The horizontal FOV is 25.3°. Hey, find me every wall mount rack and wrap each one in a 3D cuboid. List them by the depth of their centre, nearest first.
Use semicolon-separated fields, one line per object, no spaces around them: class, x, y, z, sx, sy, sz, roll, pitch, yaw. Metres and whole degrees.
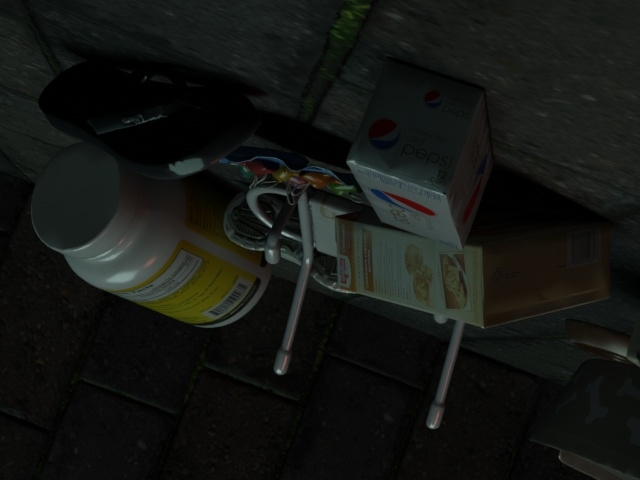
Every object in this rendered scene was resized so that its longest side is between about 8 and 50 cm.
wall mount rack;0.058;0.072;1.642;0.350;0.130;0.304;19;153;14

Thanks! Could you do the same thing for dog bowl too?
dog bowl;0.379;0.220;1.380;0.349;0.102;0.349;23;173;3

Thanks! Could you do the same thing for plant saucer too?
plant saucer;0.408;0.149;1.939;0.168;0.029;0.168;21;174;2

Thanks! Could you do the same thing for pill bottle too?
pill bottle;-0.218;-0.010;1.864;0.188;0.188;0.334;17;173;32

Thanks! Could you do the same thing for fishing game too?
fishing game;-0.022;-0.054;1.306;0.264;0.041;0.189;11;180;-32

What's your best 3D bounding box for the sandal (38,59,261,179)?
sandal;-0.160;-0.112;1.215;0.254;0.097;0.054;15;145;40

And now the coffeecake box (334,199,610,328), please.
coffeecake box;0.123;0.013;1.183;0.142;0.068;0.185;-10;-166;-35

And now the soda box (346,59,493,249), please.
soda box;0.074;-0.053;0.983;0.069;0.074;0.216;20;174;11

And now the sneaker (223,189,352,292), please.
sneaker;0.000;0.000;1.782;0.232;0.090;0.115;26;-175;22

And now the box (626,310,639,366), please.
box;0.367;0.079;1.009;0.275;0.113;0.094;14;171;41
